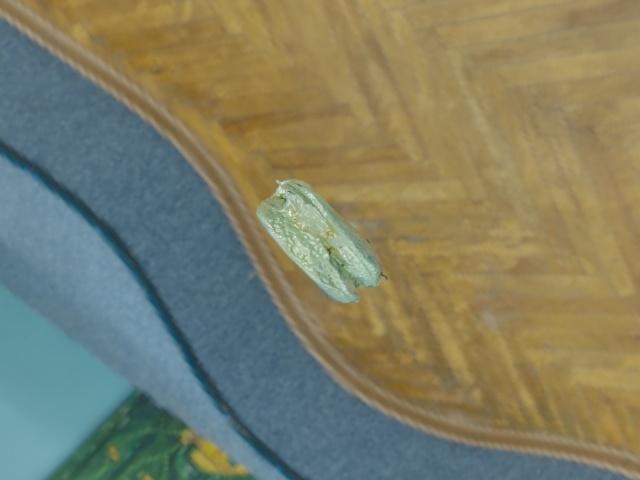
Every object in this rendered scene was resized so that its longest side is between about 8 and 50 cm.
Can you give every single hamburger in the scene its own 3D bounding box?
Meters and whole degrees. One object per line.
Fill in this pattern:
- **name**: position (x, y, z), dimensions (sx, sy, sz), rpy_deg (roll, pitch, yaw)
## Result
- **hamburger**: position (0.000, 0.000, 1.117), dimensions (0.133, 0.062, 0.140), rpy_deg (46, -178, 1)
